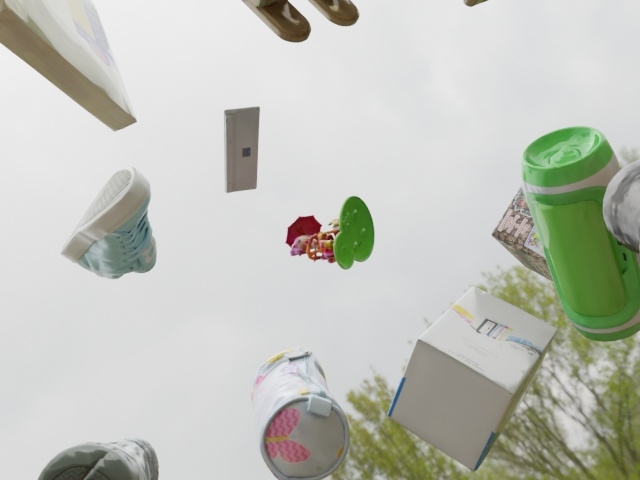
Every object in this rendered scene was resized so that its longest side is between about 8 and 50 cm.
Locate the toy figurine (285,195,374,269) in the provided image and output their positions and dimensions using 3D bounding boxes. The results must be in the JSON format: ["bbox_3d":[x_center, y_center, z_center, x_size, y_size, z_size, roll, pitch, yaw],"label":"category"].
[{"bbox_3d":[0.000,0.000,1.490,0.130,0.159,0.173,63,-144,-27],"label":"toy figurine"}]

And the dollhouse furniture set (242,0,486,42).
[{"bbox_3d":[0.068,-0.303,0.745,0.242,0.161,0.212,-30,-21,-36],"label":"dollhouse furniture set"}]

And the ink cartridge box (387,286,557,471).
[{"bbox_3d":[0.254,0.217,1.256,0.232,0.168,0.171,-30,-38,-52],"label":"ink cartridge box"}]

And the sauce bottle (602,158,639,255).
[{"bbox_3d":[0.234,0.017,0.389,0.111,0.344,0.111,0,-77,1],"label":"sauce bottle"}]

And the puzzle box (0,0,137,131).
[{"bbox_3d":[-0.436,-0.363,1.215,0.052,0.272,0.409,-24,-17,5],"label":"puzzle box"}]

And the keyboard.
[{"bbox_3d":[-0.164,-0.184,1.585,0.072,0.014,0.256,-13,-32,-15],"label":"keyboard"}]

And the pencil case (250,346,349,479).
[{"bbox_3d":[-0.031,0.231,1.046,0.113,0.273,0.124,36,-89,-8],"label":"pencil case"}]

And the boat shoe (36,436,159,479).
[{"bbox_3d":[-0.195,0.315,0.593,0.103,0.118,0.320,42,-122,-77],"label":"boat shoe"}]

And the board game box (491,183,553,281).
[{"bbox_3d":[0.506,0.025,1.414,0.232,0.291,0.141,30,-89,-52],"label":"board game box"}]

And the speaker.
[{"bbox_3d":[0.370,-0.004,1.053,0.131,0.131,0.297,-31,-62,-9],"label":"speaker"}]

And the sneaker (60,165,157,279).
[{"bbox_3d":[-0.333,-0.017,1.321,0.150,0.366,0.135,32,-115,-18],"label":"sneaker"}]
